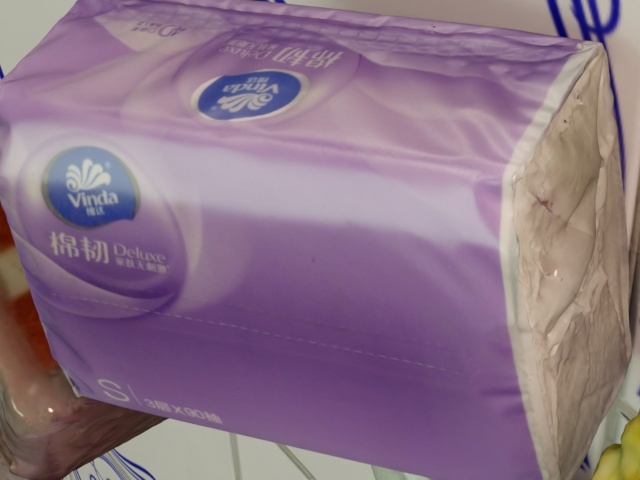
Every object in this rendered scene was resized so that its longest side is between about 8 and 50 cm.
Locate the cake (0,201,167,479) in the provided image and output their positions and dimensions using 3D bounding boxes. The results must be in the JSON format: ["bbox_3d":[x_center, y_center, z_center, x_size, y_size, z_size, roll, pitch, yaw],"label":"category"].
[{"bbox_3d":[-0.146,0.016,1.332,0.237,0.309,0.230,60,154,10],"label":"cake"}]

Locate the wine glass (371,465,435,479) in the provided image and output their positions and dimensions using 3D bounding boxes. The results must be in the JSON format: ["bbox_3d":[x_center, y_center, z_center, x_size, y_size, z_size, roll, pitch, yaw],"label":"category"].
[{"bbox_3d":[0.124,0.202,1.219,0.241,0.126,0.126,62,158,-13],"label":"wine glass"}]

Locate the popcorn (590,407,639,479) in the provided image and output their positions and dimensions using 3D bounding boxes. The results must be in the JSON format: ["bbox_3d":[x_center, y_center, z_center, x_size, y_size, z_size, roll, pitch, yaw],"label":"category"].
[{"bbox_3d":[0.234,0.171,0.805,0.251,0.237,0.206,-84,-1,-51],"label":"popcorn"}]

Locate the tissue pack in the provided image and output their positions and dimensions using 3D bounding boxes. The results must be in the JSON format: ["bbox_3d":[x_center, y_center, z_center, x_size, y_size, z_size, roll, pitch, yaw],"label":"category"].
[{"bbox_3d":[0.000,0.000,1.029,0.338,0.160,0.242,10,133,28],"label":"tissue pack"}]
